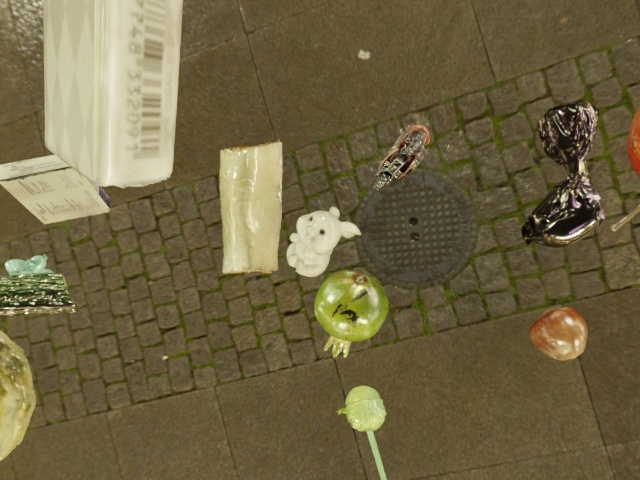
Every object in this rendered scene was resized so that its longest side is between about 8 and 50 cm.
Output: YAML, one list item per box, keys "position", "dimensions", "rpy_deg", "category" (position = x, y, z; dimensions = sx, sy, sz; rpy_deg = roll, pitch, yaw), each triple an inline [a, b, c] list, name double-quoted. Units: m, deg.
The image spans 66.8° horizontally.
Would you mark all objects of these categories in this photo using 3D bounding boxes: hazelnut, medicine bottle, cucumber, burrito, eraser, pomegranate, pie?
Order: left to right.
- position: [-0.761, 0.317, 1.028]
  dimensions: [0.338, 0.077, 0.340]
  rpy_deg: [1, 99, 5]
  category: "pie"
- position: [-0.552, 0.096, 0.826]
  dimensions: [0.265, 0.077, 0.077]
  rpy_deg: [-3, 89, -13]
  category: "cucumber"
- position: [-0.607, -0.114, 1.118]
  dimensions: [0.171, 0.201, 0.052]
  rpy_deg: [-12, 64, -5]
  category: "medicine bottle"
- position: [-0.174, -0.261, 0.404]
  dimensions: [0.213, 0.082, 0.397]
  rpy_deg: [25, 113, 44]
  category: "eraser"
- position: [-0.139, -0.078, 0.971]
  dimensions: [0.105, 0.143, 0.300]
  rpy_deg: [-9, 75, 35]
  category: "burrito"
- position: [0.098, 0.263, 1.726]
  dimensions: [0.260, 0.260, 0.341]
  rpy_deg: [17, 106, 11]
  category: "pomegranate"
- position: [0.376, 0.145, 0.760]
  dimensions: [0.086, 0.086, 0.086]
  rpy_deg: [0, 90, 12]
  category: "hazelnut"

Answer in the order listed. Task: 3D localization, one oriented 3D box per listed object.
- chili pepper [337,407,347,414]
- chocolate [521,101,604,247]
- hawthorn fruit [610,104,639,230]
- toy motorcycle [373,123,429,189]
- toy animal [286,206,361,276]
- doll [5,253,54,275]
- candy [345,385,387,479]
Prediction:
- position: [0.073, 0.486, 1.378]
  dimensions: [0.030, 0.083, 0.017]
  rpy_deg: [-2, 78, 40]
  category: "chili pepper"
- position: [0.252, -0.062, 0.495]
  dimensions: [0.072, 0.070, 0.147]
  rpy_deg: [0, 77, 43]
  category: "chocolate"
- position: [0.595, -0.171, 0.740]
  dimensions: [0.234, 0.263, 0.232]
  rpy_deg: [-24, 93, -11]
  category: "hawthorn fruit"
- position: [0.200, -0.206, 1.186]
  dimensions: [0.084, 0.212, 0.118]
  rpy_deg: [35, 54, -5]
  category: "toy motorcycle"
- position: [0.000, 0.002, 1.368]
  dimensions: [0.127, 0.178, 0.193]
  rpy_deg: [47, 120, 27]
  category: "toy animal"
- position: [-0.757, 0.098, 1.253]
  dimensions: [0.159, 0.158, 0.059]
  rpy_deg: [-39, 73, -9]
  category: "doll"
- position: [0.127, 0.476, 1.023]
  dimensions: [0.092, 0.093, 0.336]
  rpy_deg: [-3, 62, -25]
  category: "candy"
